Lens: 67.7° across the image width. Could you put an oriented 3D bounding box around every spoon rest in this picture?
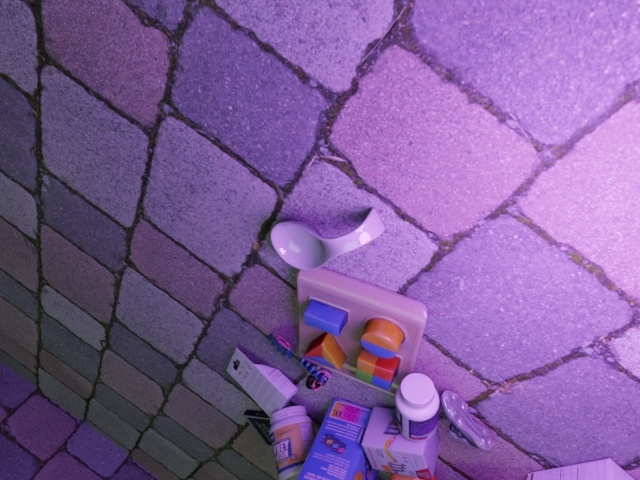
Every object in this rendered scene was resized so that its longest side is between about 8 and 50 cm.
[{"bbox_3d":[0.000,0.000,1.030,0.277,0.084,0.137,-15,117,38],"label":"spoon rest"}]

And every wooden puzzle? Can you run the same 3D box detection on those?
[{"bbox_3d":[0.079,0.247,1.189,0.323,0.080,0.347,18,133,17],"label":"wooden puzzle"}]

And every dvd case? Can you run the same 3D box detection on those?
[{"bbox_3d":[-0.150,0.693,1.736,0.239,0.029,0.179,-10,119,36],"label":"dvd case"}]

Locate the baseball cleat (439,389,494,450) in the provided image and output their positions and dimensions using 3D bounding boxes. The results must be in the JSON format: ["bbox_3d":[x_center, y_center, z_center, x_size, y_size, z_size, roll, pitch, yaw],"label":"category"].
[{"bbox_3d":[0.349,0.465,1.217,0.205,0.072,0.109,50,141,-9],"label":"baseball cleat"}]

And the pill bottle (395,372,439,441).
[{"bbox_3d":[0.242,0.415,1.195,0.108,0.108,0.193,13,140,22],"label":"pill bottle"}]

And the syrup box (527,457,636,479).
[{"bbox_3d":[0.625,0.613,1.155,0.093,0.096,0.237,41,135,-5],"label":"syrup box"}]

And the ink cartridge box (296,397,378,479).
[{"bbox_3d":[0.045,0.708,1.368,0.151,0.395,0.269,8,130,25],"label":"ink cartridge box"}]

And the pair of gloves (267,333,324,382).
[{"bbox_3d":[-0.073,0.333,1.349,0.198,0.023,0.159,41,161,4],"label":"pair of gloves"}]

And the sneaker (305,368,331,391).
[{"bbox_3d":[-0.016,0.422,1.410,0.047,0.057,0.119,37,137,-4],"label":"sneaker"}]

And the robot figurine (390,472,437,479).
[{"bbox_3d":[0.293,0.742,1.440,0.128,0.158,0.219,-25,112,18],"label":"robot figurine"}]

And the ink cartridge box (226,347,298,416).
[{"bbox_3d":[-0.196,0.457,1.565,0.232,0.066,0.189,45,138,16],"label":"ink cartridge box"}]

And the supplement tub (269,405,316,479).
[{"bbox_3d":[-0.082,0.644,1.511,0.145,0.199,0.144,-13,146,-9],"label":"supplement tub"}]

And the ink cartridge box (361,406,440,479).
[{"bbox_3d":[0.224,0.559,1.323,0.176,0.127,0.128,-2,125,29],"label":"ink cartridge box"}]
